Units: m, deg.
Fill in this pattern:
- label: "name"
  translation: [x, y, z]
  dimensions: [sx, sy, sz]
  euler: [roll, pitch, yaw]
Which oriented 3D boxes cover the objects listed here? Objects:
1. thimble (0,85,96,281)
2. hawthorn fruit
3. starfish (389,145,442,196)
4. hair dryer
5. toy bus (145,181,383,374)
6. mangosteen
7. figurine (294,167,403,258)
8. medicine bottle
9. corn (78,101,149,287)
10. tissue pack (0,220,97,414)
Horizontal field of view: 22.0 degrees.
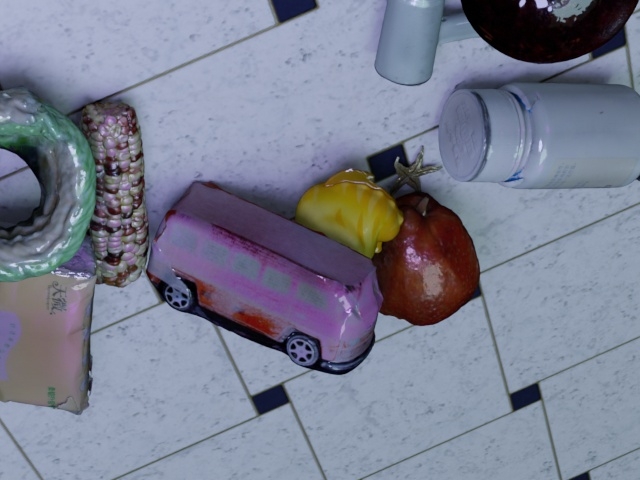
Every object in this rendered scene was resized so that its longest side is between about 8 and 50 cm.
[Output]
- label: "thimble"
  translation: [-0.360, -0.066, 1.862]
  dimensions: [0.219, 0.150, 0.219]
  euler: [-3, 102, -15]
- label: "hawthorn fruit"
  translation: [0.135, 0.023, 2.245]
  dimensions: [0.173, 0.173, 0.179]
  euler: [-15, 99, -12]
- label: "starfish"
  translation: [0.117, -0.088, 2.227]
  dimensions: [0.086, 0.016, 0.092]
  euler: [-38, 143, 11]
- label: "hair dryer"
  translation: [0.186, -0.272, 2.032]
  dimensions: [0.236, 0.073, 0.131]
  euler: [-10, 136, -22]
- label: "toy bus"
  translation: [-0.067, 0.048, 2.075]
  dimensions: [0.127, 0.303, 0.147]
  euler: [-47, 156, -55]
- label: "mangosteen"
  translation: [0.273, -0.321, 1.937]
  dimensions: [0.228, 0.228, 0.265]
  euler: [-42, 177, 17]
- label: "figurine"
  translation: [0.000, 0.000, 2.172]
  dimensions: [0.131, 0.156, 0.246]
  euler: [37, 117, -22]
- label: "medicine bottle"
  translation: [0.295, -0.137, 2.168]
  dimensions: [0.258, 0.143, 0.143]
  euler: [-2, 134, -27]
- label: "corn"
  translation: [-0.258, -0.057, 2.022]
  dimensions: [0.092, 0.092, 0.280]
  euler: [-11, 133, -17]
- label: "tissue pack"
  translation: [-0.383, 0.089, 2.058]
  dimensions: [0.215, 0.123, 0.256]
  euler: [7, 131, -3]
